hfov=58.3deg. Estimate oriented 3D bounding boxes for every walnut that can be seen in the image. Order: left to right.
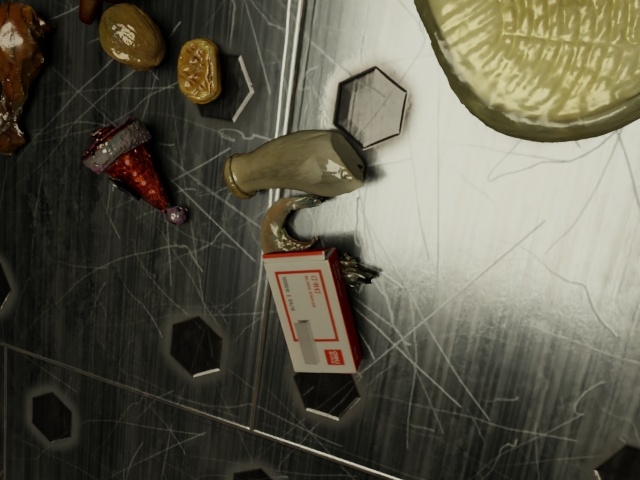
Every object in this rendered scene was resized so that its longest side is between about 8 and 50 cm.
[{"bbox_3d":[-0.325,-0.350,0.995,0.124,0.105,0.105,45,112,6],"label":"walnut"}]

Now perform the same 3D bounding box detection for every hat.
[{"bbox_3d":[-0.330,-0.116,1.053,0.227,0.129,0.140,52,155,-13],"label":"hat"}]

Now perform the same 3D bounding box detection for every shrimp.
[{"bbox_3d":[0.000,0.000,0.973,0.219,0.046,0.152,19,109,17],"label":"shrimp"}]

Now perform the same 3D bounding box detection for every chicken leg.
[{"bbox_3d":[-0.598,-0.306,1.117,0.113,0.093,0.305,21,111,2],"label":"chicken leg"}]

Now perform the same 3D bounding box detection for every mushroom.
[{"bbox_3d":[-0.040,-0.124,0.937,0.246,0.096,0.108,-1,100,25],"label":"mushroom"}]

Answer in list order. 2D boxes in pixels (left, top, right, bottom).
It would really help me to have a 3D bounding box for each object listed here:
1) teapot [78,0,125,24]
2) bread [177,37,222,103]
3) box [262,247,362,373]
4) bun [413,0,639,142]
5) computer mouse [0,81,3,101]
[{"bbox_3d":[-0.368,-0.489,0.982,0.178,0.135,0.252,23,130,-15],"label":"teapot"},{"bbox_3d":[-0.209,-0.293,0.994,0.083,0.044,0.111,2,99,24],"label":"bread"},{"bbox_3d":[-0.012,0.117,0.966,0.122,0.050,0.230,-4,113,23],"label":"box"},{"bbox_3d":[0.301,-0.300,0.720,0.364,0.202,0.365,1,94,19],"label":"bun"},{"bbox_3d":[-0.697,-0.338,1.155,0.105,0.062,0.192,20,108,15],"label":"computer mouse"}]
